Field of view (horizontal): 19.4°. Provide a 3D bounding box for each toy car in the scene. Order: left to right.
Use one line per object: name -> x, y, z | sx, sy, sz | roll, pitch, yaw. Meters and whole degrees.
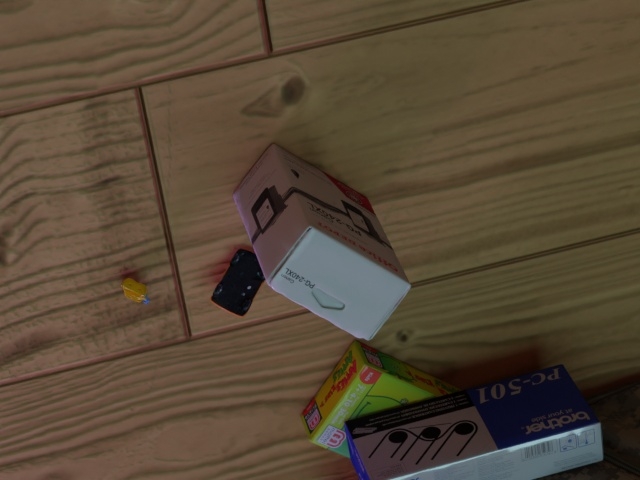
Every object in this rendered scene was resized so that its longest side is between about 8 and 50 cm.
toy car -> -0.106, 0.033, 1.600 | 0.122, 0.060, 0.040 | 11, 161, -2

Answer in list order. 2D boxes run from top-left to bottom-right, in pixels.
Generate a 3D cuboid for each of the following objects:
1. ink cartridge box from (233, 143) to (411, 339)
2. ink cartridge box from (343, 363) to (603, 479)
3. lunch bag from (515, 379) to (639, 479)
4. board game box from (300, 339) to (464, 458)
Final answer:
ink cartridge box -> 0.000, 0.000, 1.530 | 0.109, 0.150, 0.063 | 30, 108, -27
ink cartridge box -> 0.134, 0.175, 1.645 | 0.207, 0.097, 0.046 | -14, 121, -8
lunch bag -> 0.294, 0.296, 1.744 | 0.256, 0.212, 0.305 | -29, 127, -33
board game box -> 0.084, 0.169, 1.712 | 0.181, 0.043, 0.092 | 25, 109, -26
